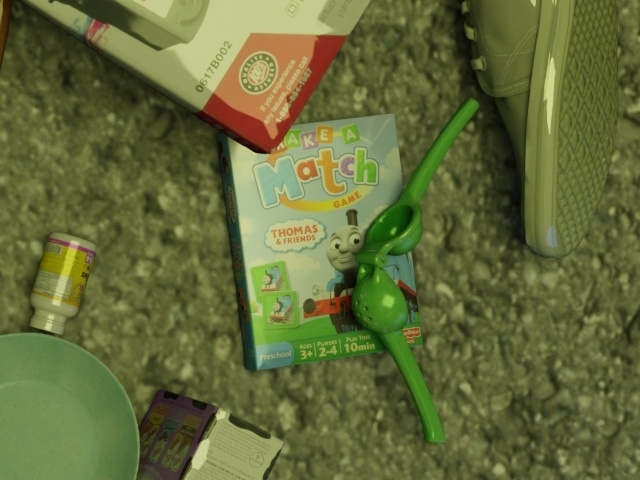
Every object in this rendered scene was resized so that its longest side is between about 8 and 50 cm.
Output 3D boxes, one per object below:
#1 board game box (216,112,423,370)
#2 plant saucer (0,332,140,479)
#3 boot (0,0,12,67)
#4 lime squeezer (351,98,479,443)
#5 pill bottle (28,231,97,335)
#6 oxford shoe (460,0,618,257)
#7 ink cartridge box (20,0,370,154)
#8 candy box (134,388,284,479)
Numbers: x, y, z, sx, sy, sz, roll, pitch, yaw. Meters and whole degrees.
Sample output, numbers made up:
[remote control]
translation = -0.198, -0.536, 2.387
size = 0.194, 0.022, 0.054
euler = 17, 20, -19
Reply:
[board game box]
translation = 0.000, 0.000, 1.738
size = 0.160, 0.039, 0.211
euler = -8, 91, -18
[plant saucer]
translation = -0.248, 0.175, 1.638
size = 0.195, 0.037, 0.195
euler = 0, 81, -2
[boot]
translation = -0.244, -0.252, 1.636
size = 0.264, 0.096, 0.280
euler = 18, 84, -17
[lime squeezer]
translation = 0.083, 0.020, 1.717
size = 0.110, 0.059, 0.310
euler = 7, 86, -20
[pill bottle]
translation = -0.222, 0.037, 1.662
size = 0.043, 0.043, 0.083
euler = 18, 84, -17
[oxford shoe]
translation = 0.188, -0.208, 1.768
size = 0.130, 0.169, 0.449
euler = -1, 99, 25
[ink cartridge box]
translation = -0.115, -0.242, 1.573
size = 0.306, 0.131, 0.226
euler = 32, 91, -15
[candy box]
translation = -0.126, 0.231, 1.624
size = 0.070, 0.165, 0.196
euler = 29, 81, -19
